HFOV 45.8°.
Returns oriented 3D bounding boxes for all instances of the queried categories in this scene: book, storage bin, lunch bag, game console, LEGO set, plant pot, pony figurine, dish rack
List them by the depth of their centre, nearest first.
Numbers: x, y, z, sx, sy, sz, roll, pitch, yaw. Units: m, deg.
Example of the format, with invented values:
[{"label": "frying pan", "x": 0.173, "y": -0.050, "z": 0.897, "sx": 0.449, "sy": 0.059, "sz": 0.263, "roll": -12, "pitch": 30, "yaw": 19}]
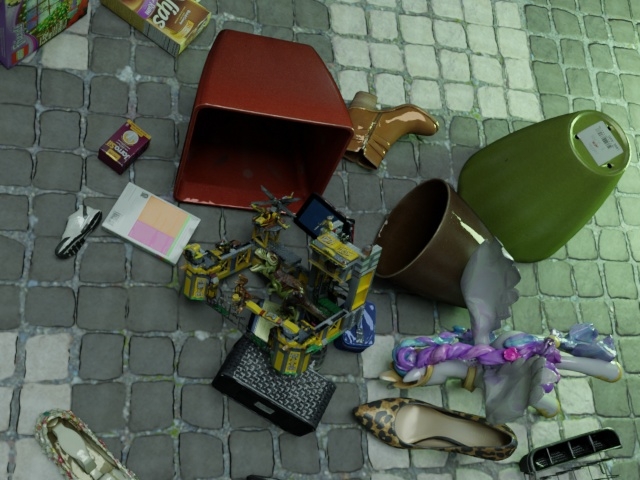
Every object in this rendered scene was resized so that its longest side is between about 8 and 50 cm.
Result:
[{"label": "LEGO set", "x": -0.063, "y": 0.037, "z": 1.239, "sx": 0.255, "sy": 0.192, "sz": 0.331, "roll": -18, "pitch": 45, "yaw": -38}, {"label": "storage bin", "x": -0.079, "y": 0.244, "z": 1.270, "sx": 0.180, "sy": 0.122, "sz": 0.084, "roll": 33, "pitch": 63, "yaw": -5}, {"label": "pony figurine", "x": 0.324, "y": 0.201, "z": 1.314, "sx": 0.364, "sy": 0.351, "sz": 0.302, "roll": 10, "pitch": 56, "yaw": -20}, {"label": "book", "x": -0.301, "y": -0.029, "z": 1.351, "sx": 0.144, "sy": 0.035, "sz": 0.096, "roll": 29, "pitch": 66, "yaw": -6}, {"label": "plant pot", "x": -0.114, "y": -0.225, "z": 1.378, "sx": 0.268, "sy": 0.267, "sz": 0.235, "roll": 6, "pitch": 56, "yaw": -17}, {"label": "game console", "x": 0.000, "y": 0.000, "z": 1.380, "sx": 0.085, "sy": 0.144, "sz": 0.124, "roll": 12, "pitch": 67, "yaw": -14}, {"label": "lunch bag", "x": 0.065, "y": 0.152, "z": 1.388, "sx": 0.067, "sy": 0.065, "sz": 0.098, "roll": 8, "pitch": 68, "yaw": -16}, {"label": "dish rack", "x": 0.490, "y": 0.500, "z": 1.396, "sx": 0.208, "sy": 0.074, "sz": 0.271, "roll": -9, "pitch": 73, "yaw": -21}, {"label": "plant pot", "x": 0.251, "y": 0.035, "z": 1.436, "sx": 0.230, "sy": 0.215, "sz": 0.215, "roll": 34, "pitch": 62, "yaw": -20}, {"label": "plant pot", "x": 0.462, "y": -0.132, "z": 1.506, "sx": 0.275, "sy": 0.293, "sz": 0.274, "roll": 7, "pitch": 68, "yaw": -16}]

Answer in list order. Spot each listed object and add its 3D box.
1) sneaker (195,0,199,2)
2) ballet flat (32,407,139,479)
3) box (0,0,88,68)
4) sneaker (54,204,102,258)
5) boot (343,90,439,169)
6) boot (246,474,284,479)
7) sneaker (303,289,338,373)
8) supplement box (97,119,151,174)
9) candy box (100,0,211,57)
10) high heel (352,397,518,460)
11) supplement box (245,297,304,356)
[{"label": "sneaker", "x": -0.250, "y": -0.544, "z": 1.551, "sx": 0.052, "sy": 0.058, "sz": 0.135, "roll": 25, "pitch": 65, "yaw": -9}, {"label": "ballet flat", "x": -0.350, "y": 0.353, "z": 1.161, "sx": 0.241, "sy": 0.077, "sz": 0.091, "roll": 44, "pitch": 62, "yaw": 0}, {"label": "box", "x": -0.479, "y": -0.438, "z": 1.299, "sx": 0.057, "sy": 0.293, "sz": 0.201, "roll": 44, "pitch": 63, "yaw": -2}, {"label": "sneaker", "x": -0.423, "y": -0.016, "z": 1.304, "sx": 0.044, "sy": 0.040, "sz": 0.109, "roll": 26, "pitch": 59, "yaw": 10}, {"label": "boot", "x": 0.137, "y": -0.210, "z": 1.551, "sx": 0.197, "sy": 0.073, "sz": 0.152, "roll": 17, "pitch": 64, "yaw": 1}, {"label": "boot", "x": -0.139, "y": 0.469, "z": 1.182, "sx": 0.338, "sy": 0.118, "sz": 0.222, "roll": 27, "pitch": 60, "yaw": -20}, {"label": "sneaker", "x": -0.004, "y": 0.153, "z": 1.358, "sx": 0.063, "sy": 0.075, "sz": 0.170, "roll": 18, "pitch": 65, "yaw": -12}, {"label": "supplement box", "x": -0.356, "y": -0.170, "z": 1.379, "sx": 0.055, "sy": 0.043, "sz": 0.083, "roll": 38, "pitch": 63, "yaw": -3}, {"label": "candy box", "x": -0.324, "y": -0.460, "z": 1.498, "sx": 0.187, "sy": 0.053, "sz": 0.109, "roll": 36, "pitch": 62, "yaw": -4}, {"label": "high heel", "x": 0.199, "y": 0.316, "z": 1.301, "sx": 0.261, "sy": 0.186, "sz": 0.093, "roll": 18, "pitch": 70, "yaw": -12}, {"label": "supplement box", "x": -0.084, "y": 0.159, "z": 1.338, "sx": 0.083, "sy": 0.056, "sz": 0.083, "roll": 20, "pitch": 65, "yaw": -10}]
